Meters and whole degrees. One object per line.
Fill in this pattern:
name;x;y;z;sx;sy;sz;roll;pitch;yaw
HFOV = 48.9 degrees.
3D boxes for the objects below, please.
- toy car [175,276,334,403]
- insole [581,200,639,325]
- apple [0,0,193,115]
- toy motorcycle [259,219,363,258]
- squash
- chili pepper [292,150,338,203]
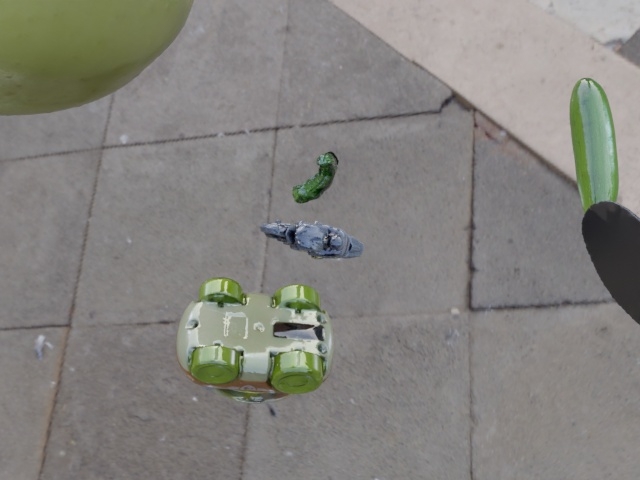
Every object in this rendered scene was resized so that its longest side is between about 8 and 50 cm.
toy car;-0.102;0.177;1.041;0.235;0.235;0.145;-10;50;10
insole;0.466;0.093;0.929;0.009;0.119;0.348;-19;66;-35
apple;-0.213;-0.201;0.431;0.279;0.279;0.279;-5;67;12
toy motorcycle;0.000;0.000;1.143;0.124;0.193;0.061;10;86;41
squash;0.546;-0.180;1.401;0.082;0.082;0.292;-5;83;12
chili pepper;0.002;-0.085;0.949;0.055;0.118;0.035;-28;81;-29
